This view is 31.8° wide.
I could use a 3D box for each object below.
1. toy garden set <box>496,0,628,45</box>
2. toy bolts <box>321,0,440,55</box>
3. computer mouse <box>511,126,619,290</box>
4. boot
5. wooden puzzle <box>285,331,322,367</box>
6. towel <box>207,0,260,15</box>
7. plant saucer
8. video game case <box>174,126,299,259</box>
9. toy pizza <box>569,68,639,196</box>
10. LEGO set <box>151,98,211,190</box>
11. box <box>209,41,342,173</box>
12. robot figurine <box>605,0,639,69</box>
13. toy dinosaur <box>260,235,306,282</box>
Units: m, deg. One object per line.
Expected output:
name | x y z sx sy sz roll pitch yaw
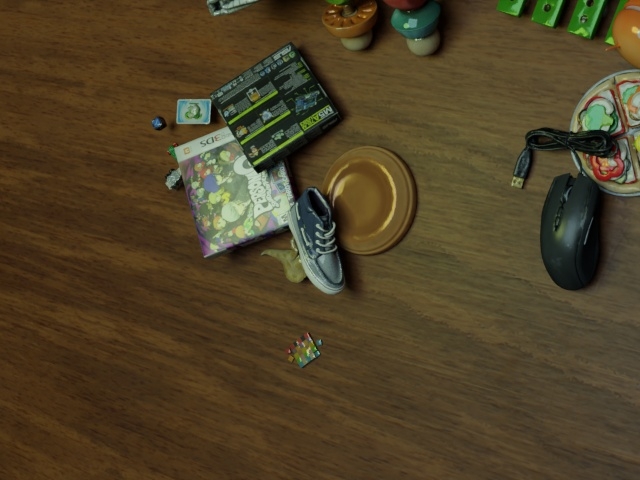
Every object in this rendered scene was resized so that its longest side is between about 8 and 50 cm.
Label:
toy garden set | 0.430 -0.433 1.804 0.244 0.049 0.203 26 104 33
toy bolts | 0.133 -0.422 1.978 0.218 0.158 0.228 -43 45 -20
computer mouse | 0.368 -0.058 1.803 0.184 0.060 0.262 18 105 45
boot | 0.000 0.000 2.008 0.190 0.069 0.086 62 147 19
wooden puzzle | -0.030 0.205 2.096 0.083 0.006 0.049 -39 67 26
towel | -0.080 -0.543 2.028 0.284 0.121 0.235 -13 37 35
plant saucer | 0.078 -0.073 2.022 0.200 0.037 0.200 -2 87 34
video game case | -0.155 -0.106 2.145 0.210 0.042 0.232 -20 78 16
toy pizza | 0.484 -0.170 1.761 0.201 0.032 0.201 -2 86 34
LEGO set | -0.225 -0.190 2.235 0.244 0.060 0.182 2 88 22
box | -0.085 -0.249 2.097 0.191 0.045 0.184 -33 71 3
robot figurine | 0.524 -0.339 1.668 0.219 0.158 0.128 -51 51 -2
toy dinosaur | -0.047 0.029 2.090 0.183 0.053 0.092 27 104 32
